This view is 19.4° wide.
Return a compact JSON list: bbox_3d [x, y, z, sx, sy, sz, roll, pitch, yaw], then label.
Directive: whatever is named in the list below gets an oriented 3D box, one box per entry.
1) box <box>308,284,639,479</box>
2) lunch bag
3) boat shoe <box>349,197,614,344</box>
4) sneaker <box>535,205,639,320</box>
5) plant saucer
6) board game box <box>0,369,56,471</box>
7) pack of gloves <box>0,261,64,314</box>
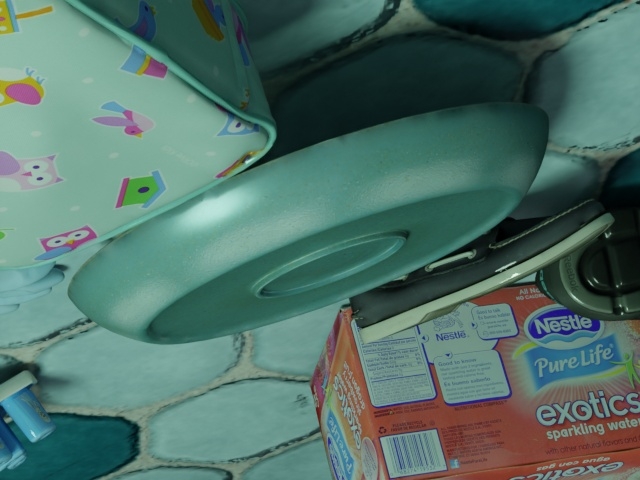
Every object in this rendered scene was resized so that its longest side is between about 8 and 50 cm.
[{"bbox_3d":[0.158,0.129,1.466,0.300,0.154,0.142,-7,153,-16],"label":"box"},{"bbox_3d":[-0.175,-0.087,0.940,0.224,0.108,0.279,-24,151,22],"label":"lunch bag"},{"bbox_3d":[0.103,0.008,1.293,0.206,0.065,0.075,-26,173,28],"label":"boat shoe"},{"bbox_3d":[0.283,0.003,1.374,0.267,0.101,0.106,-6,172,-12],"label":"sneaker"},{"bbox_3d":[0.000,0.000,1.164,0.317,0.044,0.317,-19,168,-4],"label":"plant saucer"},{"bbox_3d":[-0.410,0.278,1.375,0.390,0.050,0.390,-33,173,-45],"label":"board game box"},{"bbox_3d":[-0.261,0.017,1.168,0.232,0.046,0.195,-3,150,-20],"label":"pack of gloves"}]
